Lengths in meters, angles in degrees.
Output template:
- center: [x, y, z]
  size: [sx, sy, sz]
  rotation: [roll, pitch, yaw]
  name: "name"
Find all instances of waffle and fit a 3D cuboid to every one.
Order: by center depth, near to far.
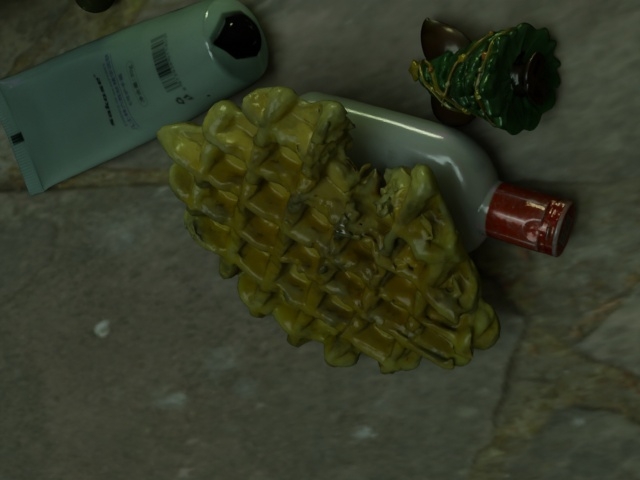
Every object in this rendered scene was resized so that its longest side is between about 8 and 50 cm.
- center: [0.001, -0.002, 0.850]
  size: [0.250, 0.056, 0.261]
  rotation: [3, 135, 40]
  name: "waffle"

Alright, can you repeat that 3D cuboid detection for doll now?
- center: [0.099, -0.109, 0.790]
  size: [0.113, 0.076, 0.078]
  rotation: [3, 117, 31]
  name: "doll"

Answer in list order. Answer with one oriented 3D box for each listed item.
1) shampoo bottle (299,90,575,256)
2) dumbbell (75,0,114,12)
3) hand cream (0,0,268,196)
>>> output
- center: [0.075, -0.039, 0.840]
  size: [0.221, 0.051, 0.108]
  rotation: [19, 128, 25]
  name: "shampoo bottle"
- center: [-0.149, -0.218, 0.917]
  size: [0.118, 0.046, 0.052]
  rotation: [-10, 107, 33]
  name: "dumbbell"
- center: [-0.174, -0.122, 0.966]
  size: [0.320, 0.067, 0.109]
  rotation: [-15, 100, 39]
  name: "hand cream"
